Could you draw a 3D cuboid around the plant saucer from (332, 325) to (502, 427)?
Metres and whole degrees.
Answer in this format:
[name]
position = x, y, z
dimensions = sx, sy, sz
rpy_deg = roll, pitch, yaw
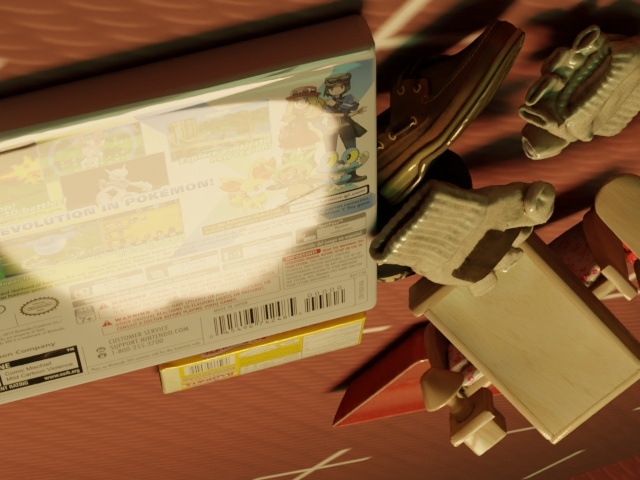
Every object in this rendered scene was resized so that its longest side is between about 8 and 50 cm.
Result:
[plant saucer]
position = 0.165, 0.134, 2.244
dimensions = 0.258, 0.047, 0.259
rpy_deg = -9, 162, -25

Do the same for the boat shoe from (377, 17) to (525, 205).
[boat shoe]
position = 0.072, -0.091, 1.329
dimensions = 0.064, 0.060, 0.178
rpy_deg = -49, 180, -42

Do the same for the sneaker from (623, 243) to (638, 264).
[sneaker]
position = 0.339, -0.014, 1.840
dimensions = 0.128, 0.087, 0.221
rpy_deg = -20, 163, 7

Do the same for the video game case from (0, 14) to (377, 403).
[video game case]
position = -0.122, -0.007, 1.323
dimensions = 0.329, 0.036, 0.300
rpy_deg = -14, 146, -8

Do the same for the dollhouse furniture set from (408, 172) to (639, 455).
[dollhouse furniture set]
position = 0.189, -0.001, 1.746
dimensions = 0.303, 0.174, 0.355
rpy_deg = -40, -164, 17

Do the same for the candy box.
[candy box]
position = -0.058, 0.104, 1.949
dimensions = 0.206, 0.027, 0.105
rpy_deg = -14, 167, -7

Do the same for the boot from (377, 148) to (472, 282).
[boot]
position = 0.001, 0.001, 1.553
dimensions = 0.236, 0.085, 0.178
rpy_deg = -15, 167, -1

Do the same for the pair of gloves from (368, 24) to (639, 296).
[pair of gloves]
position = 0.156, -0.054, 1.429
dimensions = 0.240, 0.042, 0.204
rpy_deg = -46, 160, 10

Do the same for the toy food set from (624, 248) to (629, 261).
[toy food set]
position = 0.317, 0.009, 2.015
dimensions = 0.122, 0.019, 0.078
rpy_deg = -26, 162, 31
